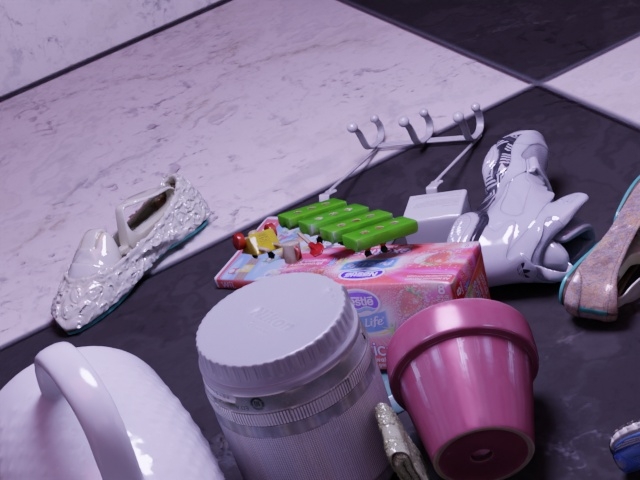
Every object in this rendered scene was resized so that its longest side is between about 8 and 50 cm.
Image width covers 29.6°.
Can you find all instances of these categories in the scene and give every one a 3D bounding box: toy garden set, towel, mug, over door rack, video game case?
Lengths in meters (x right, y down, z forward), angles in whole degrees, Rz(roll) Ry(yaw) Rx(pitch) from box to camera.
[{"bbox_3d":[0.000,0.000,1.852,0.204,0.049,0.244,-18,18,-26],"label":"toy garden set"},{"bbox_3d":[0.111,0.277,1.505,0.027,0.148,0.110,-27,33,7],"label":"towel"},{"bbox_3d":[-0.260,0.289,1.476,0.276,0.374,0.328,-24,35,-20],"label":"mug"},{"bbox_3d":[0.155,-0.164,2.279,0.240,0.108,0.324,-3,33,27],"label":"over door rack"},{"bbox_3d":[-0.021,0.023,2.145,0.285,0.025,0.204,1,35,32],"label":"video game case"}]

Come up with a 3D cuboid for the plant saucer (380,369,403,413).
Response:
[{"bbox_3d":[0.086,0.214,1.758,0.119,0.021,0.119,-15,29,8],"label":"plant saucer"}]

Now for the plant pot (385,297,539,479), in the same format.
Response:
[{"bbox_3d":[0.194,0.205,1.557,0.201,0.201,0.180,-15,45,6],"label":"plant pot"}]

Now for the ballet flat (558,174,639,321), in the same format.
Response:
[{"bbox_3d":[0.473,0.014,1.812,0.106,0.107,0.316,19,53,32],"label":"ballet flat"}]

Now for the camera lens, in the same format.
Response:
[{"bbox_3d":[-0.025,0.208,1.571,0.219,0.274,0.219,-14,29,8],"label":"camera lens"}]

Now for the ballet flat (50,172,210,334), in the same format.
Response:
[{"bbox_3d":[-0.374,0.006,2.272,0.147,0.147,0.409,7,39,38],"label":"ballet flat"}]

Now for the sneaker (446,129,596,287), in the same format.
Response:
[{"bbox_3d":[0.355,-0.049,1.942,0.210,0.137,0.366,2,40,32],"label":"sneaker"}]

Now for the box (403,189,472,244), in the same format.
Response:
[{"bbox_3d":[0.199,-0.017,2.005,0.101,0.102,0.087,-7,29,19],"label":"box"}]

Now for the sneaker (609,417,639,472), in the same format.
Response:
[{"bbox_3d":[0.470,0.247,1.361,0.130,0.147,0.330,-9,-5,-40],"label":"sneaker"}]

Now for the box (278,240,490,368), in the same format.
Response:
[{"bbox_3d":[0.089,0.098,1.807,0.300,0.142,0.154,-2,22,27],"label":"box"}]
